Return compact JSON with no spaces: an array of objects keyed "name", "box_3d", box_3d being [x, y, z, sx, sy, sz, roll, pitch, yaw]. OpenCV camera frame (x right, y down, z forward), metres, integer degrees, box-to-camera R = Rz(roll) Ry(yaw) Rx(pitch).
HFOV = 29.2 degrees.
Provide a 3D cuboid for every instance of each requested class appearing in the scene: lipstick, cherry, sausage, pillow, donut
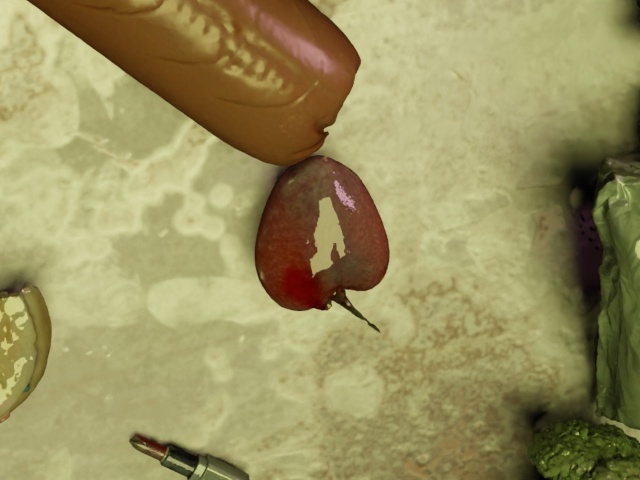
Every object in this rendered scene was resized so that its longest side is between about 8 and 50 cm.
[{"name":"lipstick","box_3d":[-0.110,0.187,1.023,0.107,0.025,0.025,28,98,-13]},{"name":"cherry","box_3d":[0.003,-0.001,0.959,0.106,0.087,0.126,8,93,-18]},{"name":"sausage","box_3d":[-0.104,-0.168,0.862,0.304,0.121,0.121,35,96,-23]},{"name":"pillow","box_3d":[0.357,0.062,0.969,0.283,0.138,0.310,2,136,13]},{"name":"donut","box_3d":[-0.282,0.094,0.929,0.166,0.065,0.108,-15,110,-10]}]

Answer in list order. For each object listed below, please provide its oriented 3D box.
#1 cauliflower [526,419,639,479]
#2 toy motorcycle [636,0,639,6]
[{"name":"cauliflower","box_3d":[0.210,0.313,1.066,0.250,0.275,0.272,3,146,22]},{"name":"toy motorcycle","box_3d":[0.350,-0.126,0.984,0.205,0.127,0.275,0,104,-17]}]
